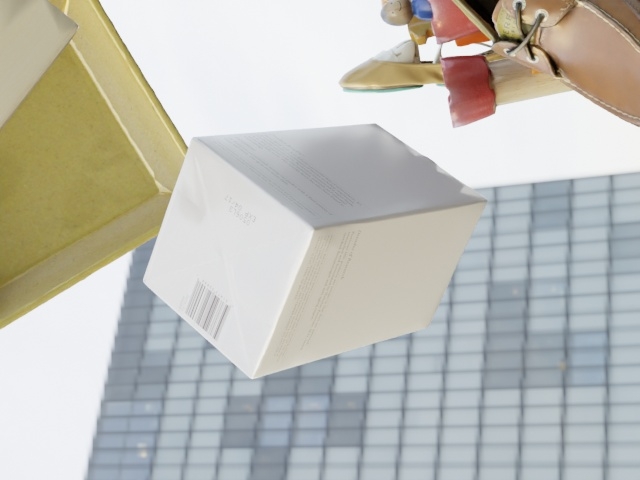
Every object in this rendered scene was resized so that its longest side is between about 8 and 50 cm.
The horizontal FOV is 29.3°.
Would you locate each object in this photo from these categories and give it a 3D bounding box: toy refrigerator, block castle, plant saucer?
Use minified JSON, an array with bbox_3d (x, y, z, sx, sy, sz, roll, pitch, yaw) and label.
[{"bbox_3d":[-0.343,-0.114,1.117,0.094,0.102,0.270,38,-100,-14],"label":"toy refrigerator"},{"bbox_3d":[0.152,-0.386,1.409,0.303,0.212,0.453,61,-160,-68],"label":"block castle"},{"bbox_3d":[-0.351,-0.105,1.465,0.332,0.081,0.333,-32,-87,-18],"label":"plant saucer"}]

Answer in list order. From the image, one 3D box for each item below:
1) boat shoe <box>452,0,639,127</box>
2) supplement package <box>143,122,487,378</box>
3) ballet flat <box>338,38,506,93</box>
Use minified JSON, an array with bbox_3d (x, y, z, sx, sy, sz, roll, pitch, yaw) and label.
[{"bbox_3d":[0.186,-0.185,1.029,0.104,0.307,0.111,-17,-44,-28],"label":"boat shoe"},{"bbox_3d":[0.000,0.000,1.263,0.293,0.177,0.175,-10,-51,-49],"label":"supplement package"},{"bbox_3d":[0.138,-0.225,1.558,0.080,0.232,0.073,-106,16,-75],"label":"ballet flat"}]
